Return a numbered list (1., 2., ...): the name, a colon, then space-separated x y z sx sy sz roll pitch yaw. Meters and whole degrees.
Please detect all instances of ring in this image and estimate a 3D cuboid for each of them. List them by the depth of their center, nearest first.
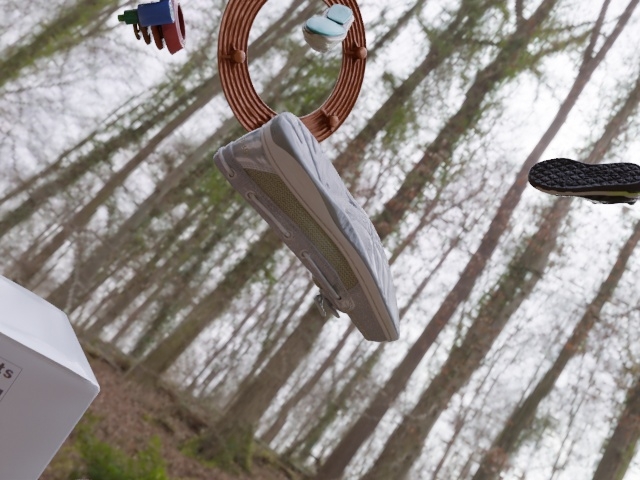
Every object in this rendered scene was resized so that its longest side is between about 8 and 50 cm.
1. ring: -0.034 -0.321 1.527 0.032 0.336 0.336 16 -40 47

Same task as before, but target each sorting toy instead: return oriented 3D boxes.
1. sorting toy: -0.134 -0.186 0.683 0.042 0.061 0.102 -7 -46 2

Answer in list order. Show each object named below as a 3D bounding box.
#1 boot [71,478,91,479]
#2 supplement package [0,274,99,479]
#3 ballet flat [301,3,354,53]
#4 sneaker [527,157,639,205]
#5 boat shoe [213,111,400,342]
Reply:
1. boot: -0.393 0.356 1.104 0.248 0.090 0.207 -6 -35 -12
2. supplement package: -0.247 0.123 0.458 0.134 0.244 0.139 36 -3 -26
3. ballet flat: 0.011 -0.289 1.246 0.057 0.168 0.052 27 -60 6
4. sneaker: 0.527 -0.100 1.746 0.235 0.084 0.097 6 -34 13
5. boat shoe: -0.001 0.000 1.038 0.103 0.118 0.320 -24 -59 17
